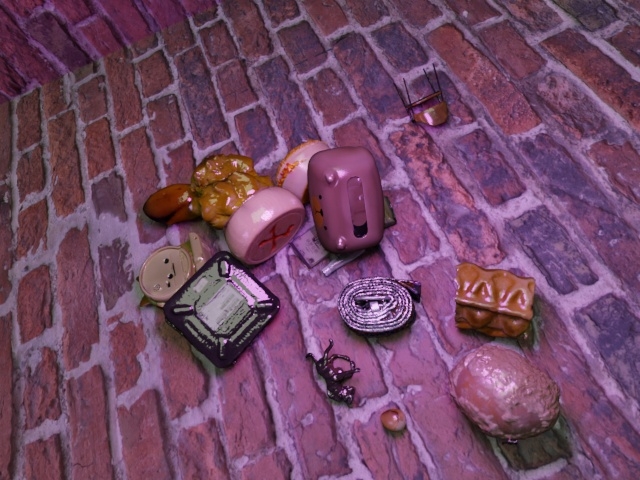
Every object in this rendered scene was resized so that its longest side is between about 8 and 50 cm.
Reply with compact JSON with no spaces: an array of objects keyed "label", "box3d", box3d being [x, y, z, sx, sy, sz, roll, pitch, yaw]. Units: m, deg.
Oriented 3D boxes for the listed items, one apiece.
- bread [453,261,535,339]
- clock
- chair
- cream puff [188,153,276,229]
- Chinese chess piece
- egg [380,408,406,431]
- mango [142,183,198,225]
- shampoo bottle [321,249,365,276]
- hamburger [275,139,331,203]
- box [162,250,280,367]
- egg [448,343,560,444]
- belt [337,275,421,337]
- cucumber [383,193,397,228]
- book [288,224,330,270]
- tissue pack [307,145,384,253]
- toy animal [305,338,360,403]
[{"label":"bread","box3d":[0.580,0.208,1.410,0.252,0.238,0.196,4,31,21]},{"label":"clock","box3d":[-0.625,0.148,1.759,0.348,0.117,0.286,-23,62,2]},{"label":"chair","box3d":[0.464,-0.635,1.867,0.159,0.172,0.247,-26,105,0]},{"label":"cream puff","box3d":[-0.390,-0.226,1.756,0.378,0.275,0.378,-11,32,7]},{"label":"Chinese chess piece","box3d":[-0.215,-0.058,1.638,0.338,0.338,0.140,-40,73,-8]},{"label":"egg","box3d":[0.240,0.593,1.377,0.083,0.071,0.071,-5,63,31]},{"label":"mango","box3d":[-0.657,-0.168,1.900,0.287,0.152,0.201,-13,72,9]},{"label":"shampoo bottle","box3d":[0.087,0.074,1.673,0.191,0.041,0.069,-38,68,-6]},{"label":"hamburger","box3d":[-0.061,-0.293,1.753,0.294,0.276,0.179,-38,74,-27]},{"label":"box","box3d":[-0.376,0.264,1.602,0.350,0.091,0.359,41,77,3]},{"label":"egg","box3d":[0.549,0.460,1.265,0.310,0.279,0.279,15,69,13]},{"label":"belt","box3d":[0.210,0.239,1.500,0.295,0.160,0.207,1,65,14]},{"label":"cucumber","box3d":[0.233,-0.137,1.721,0.086,0.115,0.193,-48,60,38]},{"label":"book","box3d":[0.000,0.000,1.738,0.231,0.026,0.157,-36,63,-5]},{"label":"tissue pack","box3d":[0.096,-0.145,1.537,0.267,0.387,0.277,-11,20,-8]},{"label":"toy animal","box3d":[0.048,0.463,1.475,0.148,0.084,0.233,-44,67,-8]}]
